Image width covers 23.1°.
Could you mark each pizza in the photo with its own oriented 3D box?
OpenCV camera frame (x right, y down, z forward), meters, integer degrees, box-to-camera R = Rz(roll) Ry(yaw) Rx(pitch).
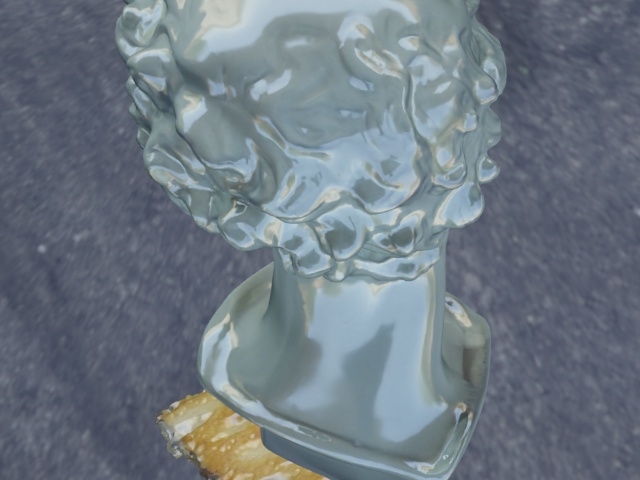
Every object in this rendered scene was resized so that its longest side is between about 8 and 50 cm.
[{"bbox_3d":[-0.012,0.141,0.977,0.204,0.188,0.080,-14,118,17],"label":"pizza"}]

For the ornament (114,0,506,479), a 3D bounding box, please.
[{"bbox_3d":[0.011,0.010,0.580,0.130,0.120,0.285,11,140,24],"label":"ornament"}]
